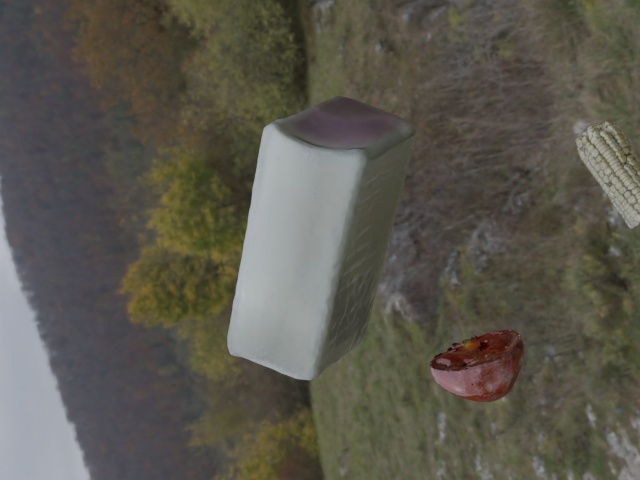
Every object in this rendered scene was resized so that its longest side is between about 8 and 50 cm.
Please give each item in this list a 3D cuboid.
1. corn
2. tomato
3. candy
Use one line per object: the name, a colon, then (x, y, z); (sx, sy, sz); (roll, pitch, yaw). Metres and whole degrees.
corn: (0.521, -0.115, 1.452); (0.087, 0.087, 0.211); (94, 157, -58)
tomato: (0.262, 0.215, 1.371); (0.139, 0.159, 0.091); (-133, 26, -80)
candy: (0.003, 0.000, 1.128); (0.208, 0.145, 0.358); (-33, -40, -59)
